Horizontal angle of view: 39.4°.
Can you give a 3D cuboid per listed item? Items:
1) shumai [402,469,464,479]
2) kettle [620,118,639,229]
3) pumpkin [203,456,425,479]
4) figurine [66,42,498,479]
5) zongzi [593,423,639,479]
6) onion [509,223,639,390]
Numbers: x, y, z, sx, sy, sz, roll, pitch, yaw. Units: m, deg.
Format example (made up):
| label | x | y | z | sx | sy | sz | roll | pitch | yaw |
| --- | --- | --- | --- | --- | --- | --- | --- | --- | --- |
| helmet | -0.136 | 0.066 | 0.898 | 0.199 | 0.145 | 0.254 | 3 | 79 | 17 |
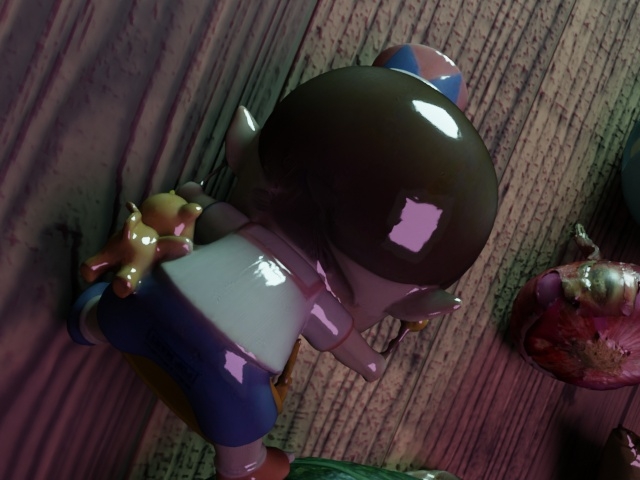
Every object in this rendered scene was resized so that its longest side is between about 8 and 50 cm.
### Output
| label | x | y | z | sx | sy | sz | roll | pitch | yaw |
| --- | --- | --- | --- | --- | --- | --- | --- | --- | --- |
| shumai | 0.105 | 0.282 | 0.695 | 0.206 | 0.175 | 0.166 | 18 | 94 | -50 |
| kettle | 0.429 | -0.006 | 0.806 | 0.342 | 0.247 | 0.319 | 14 | 55 | -27 |
| pumpkin | -0.027 | 0.264 | 0.486 | 0.263 | 0.293 | 0.197 | -34 | 140 | 26 |
| figurine | 0.002 | -0.003 | 0.497 | 0.275 | 0.161 | 0.158 | -41 | 173 | -21 |
| zongzi | 0.450 | 0.283 | 1.040 | 0.447 | 0.181 | 0.418 | -29 | 125 | -35 |
| onion | 0.239 | 0.048 | 0.778 | 0.150 | 0.150 | 0.140 | 54 | 32 | -43 |
